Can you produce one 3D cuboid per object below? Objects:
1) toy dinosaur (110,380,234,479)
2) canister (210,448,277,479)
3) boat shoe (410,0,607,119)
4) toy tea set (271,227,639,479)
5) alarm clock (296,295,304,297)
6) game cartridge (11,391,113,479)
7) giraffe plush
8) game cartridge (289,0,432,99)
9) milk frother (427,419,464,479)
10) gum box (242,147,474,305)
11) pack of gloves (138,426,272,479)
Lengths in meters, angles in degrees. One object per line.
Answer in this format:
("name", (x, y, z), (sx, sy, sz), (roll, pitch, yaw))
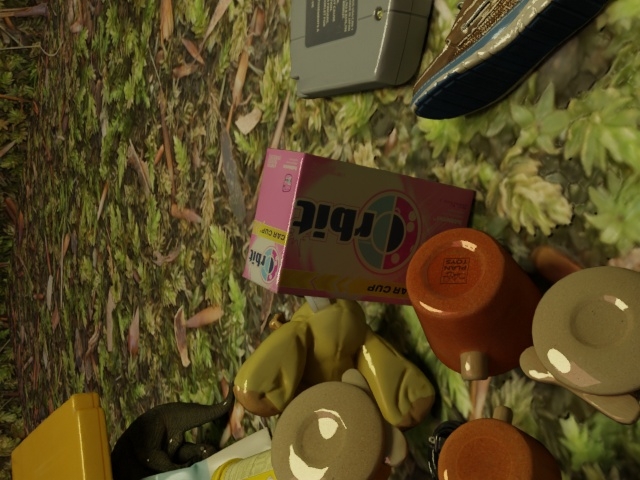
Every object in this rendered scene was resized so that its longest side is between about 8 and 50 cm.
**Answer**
("toy dinosaur", (-0.246, 0.316, 1.011), (0.160, 0.121, 0.314), (33, 95, 29))
("canister", (-0.034, 0.275, 0.769), (0.170, 0.126, 0.073), (-38, 30, 49))
("boat shoe", (0.138, -0.162, 0.550), (0.183, 0.066, 0.066), (-34, 57, 42))
("toy tea set", (0.092, 0.144, 0.493), (0.336, 0.124, 0.200), (-49, 48, -7))
("alarm clock", (0.000, 0.000, 0.773), (0.192, 0.064, 0.130), (8, 97, 55))
("game cartridge", (-0.357, 0.392, 0.981), (0.323, 0.052, 0.286), (-38, 58, 43))
("giraffe plush", (-0.009, 0.130, 0.710), (0.170, 0.181, 0.210), (131, 127, -68))
("game cartridge", (0.039, -0.299, 0.710), (0.198, 0.062, 0.298), (9, 98, 53))
("milk frother", (0.059, 0.219, 0.583), (0.129, 0.134, 0.143), (-15, 64, 38))
("gum box", (0.040, -0.006, 0.593), (0.062, 0.188, 0.107), (19, 99, 57))
("pack of gloves", (-0.152, 0.355, 0.871), (0.046, 0.232, 0.195), (64, -177, -53))
